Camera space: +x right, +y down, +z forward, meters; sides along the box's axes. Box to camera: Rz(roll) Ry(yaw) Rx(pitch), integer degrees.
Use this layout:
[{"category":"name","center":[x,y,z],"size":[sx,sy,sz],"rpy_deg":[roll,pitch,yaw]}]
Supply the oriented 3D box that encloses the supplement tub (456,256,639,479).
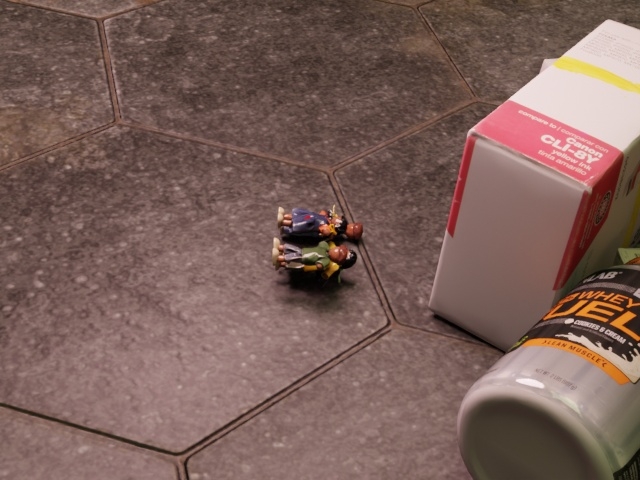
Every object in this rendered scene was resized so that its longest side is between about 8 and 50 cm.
[{"category":"supplement tub","center":[0.303,0.152,1.155],"size":[0.193,0.193,0.316],"rpy_deg":[30,44,27]}]

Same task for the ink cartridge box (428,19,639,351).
[{"category":"ink cartridge box","center":[0.319,-0.073,1.366],"size":[0.160,0.279,0.385],"rpy_deg":[27,44,24]}]

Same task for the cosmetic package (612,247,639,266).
[{"category":"cosmetic package","center":[0.384,0.066,1.332],"size":[0.060,0.115,0.041],"rpy_deg":[2,38,-6]}]

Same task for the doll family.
[{"category":"doll family","center":[0.000,0.000,1.404],"size":[0.111,0.076,0.193],"rpy_deg":[1,36,2]}]

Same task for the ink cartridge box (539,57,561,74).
[{"category":"ink cartridge box","center":[0.448,-0.196,1.684],"size":[0.160,0.092,0.219],"rpy_deg":[-6,41,-15]}]
